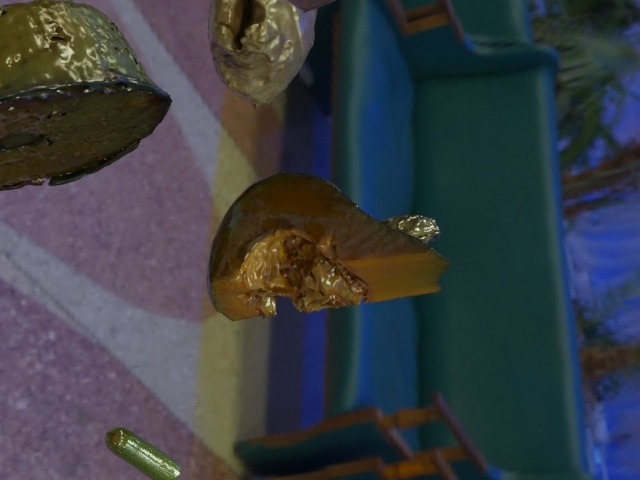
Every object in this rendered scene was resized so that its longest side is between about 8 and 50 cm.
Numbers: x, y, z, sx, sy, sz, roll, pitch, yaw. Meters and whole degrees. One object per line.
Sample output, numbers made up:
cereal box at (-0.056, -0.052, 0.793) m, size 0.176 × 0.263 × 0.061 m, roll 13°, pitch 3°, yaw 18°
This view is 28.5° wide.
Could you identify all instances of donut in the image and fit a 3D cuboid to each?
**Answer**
donut at (-0.267, -0.111, 1.025) m, size 0.107 × 0.272 × 0.272 m, roll 68°, pitch 20°, yaw 9°

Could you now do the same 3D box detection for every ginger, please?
ginger at (-0.086, -0.348, 1.637) m, size 0.236 × 0.166 × 0.376 m, roll 54°, pitch 16°, yaw -45°

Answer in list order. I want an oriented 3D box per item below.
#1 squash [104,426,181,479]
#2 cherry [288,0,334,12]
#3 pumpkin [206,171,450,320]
squash at (-0.165, 0.195, 1.152) m, size 0.083 × 0.027 × 0.027 m, roll 43°, pitch 37°, yaw -32°
cherry at (0.004, -0.221, 0.824) m, size 0.106 × 0.087 × 0.126 m, roll -24°, pitch 99°, yaw -36°
pumpkin at (0.005, -0.003, 1.250) m, size 0.131 × 0.247 × 0.126 m, roll 69°, pitch 19°, yaw -61°
